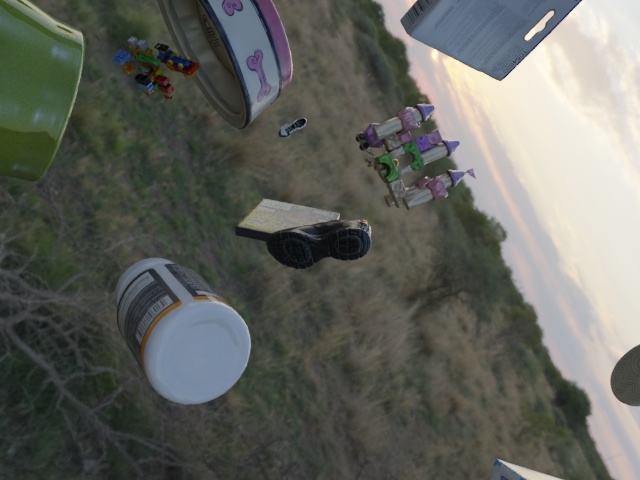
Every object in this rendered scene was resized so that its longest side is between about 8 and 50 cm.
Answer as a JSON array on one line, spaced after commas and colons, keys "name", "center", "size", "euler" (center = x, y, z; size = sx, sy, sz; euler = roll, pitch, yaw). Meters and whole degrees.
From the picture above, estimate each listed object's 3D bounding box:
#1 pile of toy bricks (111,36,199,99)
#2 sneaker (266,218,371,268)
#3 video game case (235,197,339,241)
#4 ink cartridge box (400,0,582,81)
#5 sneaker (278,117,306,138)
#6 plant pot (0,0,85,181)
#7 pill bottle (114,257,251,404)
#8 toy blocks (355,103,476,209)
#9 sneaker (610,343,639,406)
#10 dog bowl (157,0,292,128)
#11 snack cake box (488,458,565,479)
[{"name": "pile of toy bricks", "center": [-0.356, -0.357, 1.504], "size": [0.212, 0.118, 0.105], "euler": [24, -26, 30]}, {"name": "sneaker", "center": [0.000, 0.000, 1.793], "size": [0.130, 0.286, 0.109], "euler": [-61, 146, -62]}, {"name": "video game case", "center": [-0.100, -0.053, 2.191], "size": [0.248, 0.274, 0.035], "euler": [-58, 157, -61]}, {"name": "ink cartridge box", "center": [0.268, -0.358, 1.013], "size": [0.224, 0.223, 0.045], "euler": [13, 44, -38]}, {"name": "sneaker", "center": [-0.072, -0.291, 1.755], "size": [0.032, 0.083, 0.037], "euler": [57, -15, -5]}, {"name": "plant pot", "center": [-0.529, -0.241, 0.935], "size": [0.352, 0.366, 0.367], "euler": [17, 38, -30]}, {"name": "pill bottle", "center": [-0.232, 0.129, 1.090], "size": [0.162, 0.162, 0.278], "euler": [57, -14, -29]}, {"name": "toy blocks", "center": [0.297, -0.264, 2.078], "size": [0.309, 0.260, 0.289], "euler": [-164, -131, -82]}, {"name": "sneaker", "center": [0.778, 0.245, 1.422], "size": [0.148, 0.350, 0.131], "euler": [20, 42, -36]}, {"name": "dog bowl", "center": [-0.214, -0.467, 1.552], "size": [0.408, 0.150, 0.408], "euler": [53, -16, 21]}, {"name": "snack cake box", "center": [0.438, 0.482, 1.201], "size": [0.264, 0.089, 0.152], "euler": [22, -4, -16]}]
